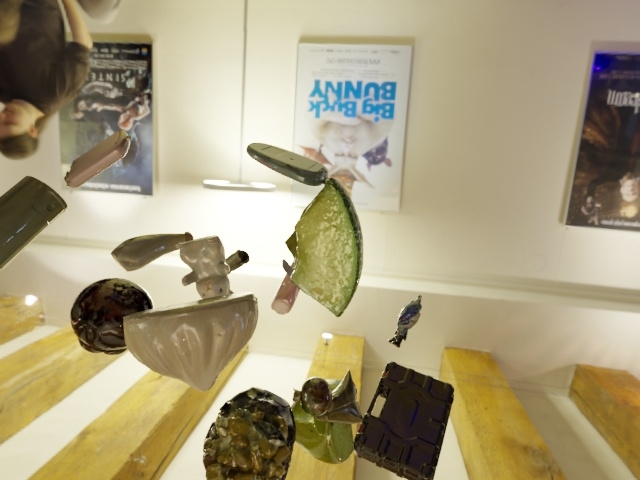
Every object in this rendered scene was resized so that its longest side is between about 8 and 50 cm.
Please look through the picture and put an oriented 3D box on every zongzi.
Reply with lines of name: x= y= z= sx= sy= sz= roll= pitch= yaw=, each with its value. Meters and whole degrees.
zongzi: x=0.057 y=0.575 z=1.535 sx=0.205 sy=0.204 sz=0.094 roll=22 pitch=142 yaw=-36

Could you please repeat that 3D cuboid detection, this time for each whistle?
whistle: x=-0.420 y=0.126 z=1.743 sx=0.326 sy=0.068 sz=0.057 roll=-29 pitch=156 yaw=37

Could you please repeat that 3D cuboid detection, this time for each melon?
melon: x=0.000 y=0.000 z=1.074 sx=0.226 sy=0.331 sz=0.343 roll=-11 pitch=-167 yaw=7

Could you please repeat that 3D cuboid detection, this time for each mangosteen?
mangosteen: x=-0.536 y=0.196 z=1.057 sx=0.209 sy=0.210 sz=0.210 roll=4 pitch=-169 yaw=-1

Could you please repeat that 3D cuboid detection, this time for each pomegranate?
pomegranate: x=-0.021 y=0.522 z=1.372 sx=0.130 sy=0.130 sz=0.130 roll=4 pitch=-169 yaw=-1

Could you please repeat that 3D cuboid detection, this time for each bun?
bun: x=-0.241 y=0.204 z=0.807 sx=0.263 sy=0.175 sz=0.263 roll=-10 pitch=175 yaw=-1

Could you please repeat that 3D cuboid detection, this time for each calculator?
calculator: x=-0.075 y=-0.219 z=1.194 sx=0.298 sy=0.041 sz=0.185 roll=24 pitch=-157 yaw=6
calculator: x=-0.479 y=-0.178 z=0.884 sx=0.175 sy=0.032 sz=0.100 roll=-31 pitch=-139 yaw=7

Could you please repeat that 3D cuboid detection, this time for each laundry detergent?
laundry detergent: x=-0.109 y=0.155 z=1.771 sx=0.087 sy=0.335 sz=0.159 roll=31 pitch=143 yaw=-9

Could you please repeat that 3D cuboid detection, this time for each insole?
insole: x=-0.103 y=0.126 z=1.520 sx=0.004 sy=0.064 sz=0.188 roll=-12 pitch=144 yaw=17

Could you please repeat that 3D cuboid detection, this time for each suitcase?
suitcase: x=0.227 y=0.469 z=1.083 sx=0.206 sy=0.066 sz=0.285 roll=16 pitch=-140 yaw=21

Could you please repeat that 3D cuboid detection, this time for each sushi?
sushi: x=-0.240 y=0.707 z=1.439 sx=0.327 sy=0.329 sz=0.285 roll=25 pitch=164 yaw=4

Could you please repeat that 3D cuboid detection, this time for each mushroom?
mushroom: x=-0.578 y=0.022 z=1.417 sx=0.270 sy=0.103 sz=0.118 roll=-26 pitch=-145 yaw=-38

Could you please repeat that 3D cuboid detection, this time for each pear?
pear: x=-0.026 y=0.809 z=1.837 sx=0.318 sy=0.343 sz=0.238 roll=-3 pitch=-174 yaw=33

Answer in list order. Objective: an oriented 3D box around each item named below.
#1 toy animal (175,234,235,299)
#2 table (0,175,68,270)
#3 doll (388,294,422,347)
toy animal: x=-0.328 y=0.117 z=1.228 sx=0.140 sy=0.283 sz=0.138 roll=-14 pitch=173 yaw=0
table: x=-0.769 y=-0.045 z=1.022 sx=0.126 sy=0.126 sz=0.220 roll=10 pitch=-127 yaw=27
doll: x=0.299 y=0.274 z=1.404 sx=0.070 sy=0.195 sz=0.096 roll=31 pitch=176 yaw=-13
